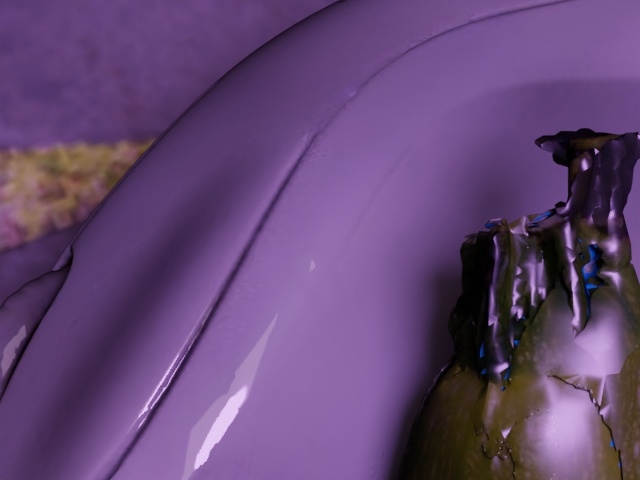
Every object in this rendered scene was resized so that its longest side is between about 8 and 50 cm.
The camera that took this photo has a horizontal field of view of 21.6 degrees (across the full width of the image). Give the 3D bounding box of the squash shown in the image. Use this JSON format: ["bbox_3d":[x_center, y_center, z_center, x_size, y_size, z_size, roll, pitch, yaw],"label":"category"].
[{"bbox_3d":[0.052,0.134,0.424,0.087,0.087,0.331,-3,102,-14],"label":"squash"}]

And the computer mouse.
[{"bbox_3d":[0.000,0.000,0.508,0.297,0.184,0.121,-31,101,-18],"label":"computer mouse"}]
